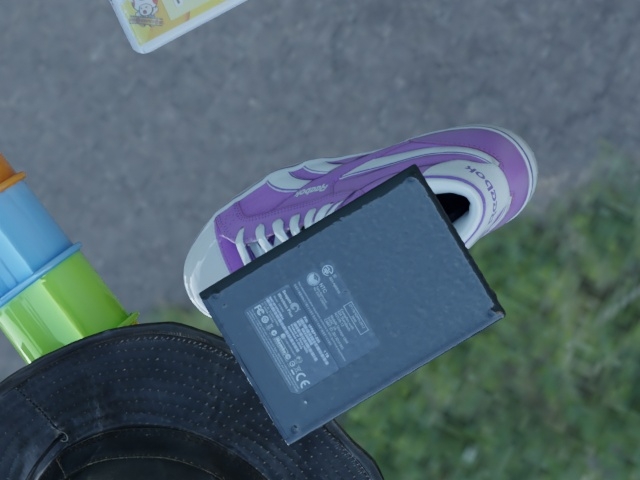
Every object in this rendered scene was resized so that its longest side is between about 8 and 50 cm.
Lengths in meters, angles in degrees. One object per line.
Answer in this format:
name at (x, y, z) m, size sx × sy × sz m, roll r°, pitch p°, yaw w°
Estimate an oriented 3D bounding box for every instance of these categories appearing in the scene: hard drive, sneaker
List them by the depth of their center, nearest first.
hard drive at (0.017, 0.034, 0.958) m, size 0.094 × 0.135 × 0.022 m, roll 59°, pitch -177°, yaw 4°
sneaker at (0.000, -0.001, 1.244) m, size 0.282 × 0.161 × 0.102 m, roll -24°, pitch 98°, yaw 27°

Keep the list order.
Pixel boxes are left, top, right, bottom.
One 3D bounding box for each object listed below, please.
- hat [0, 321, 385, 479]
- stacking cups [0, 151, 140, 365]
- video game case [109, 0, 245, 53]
hat at (-0.119, 0.218, 1.200) m, size 0.331 × 0.134 × 0.331 m, roll 7°, pitch 122°, yaw 12°
stacking cups at (-0.211, -0.001, 1.247) m, size 0.316 × 0.096 × 0.096 m, roll 56°, pitch 151°, yaw -5°
video game case at (-0.063, -0.261, 1.152) m, size 0.026 × 0.227 × 0.206 m, roll 22°, pitch 140°, yaw 64°
